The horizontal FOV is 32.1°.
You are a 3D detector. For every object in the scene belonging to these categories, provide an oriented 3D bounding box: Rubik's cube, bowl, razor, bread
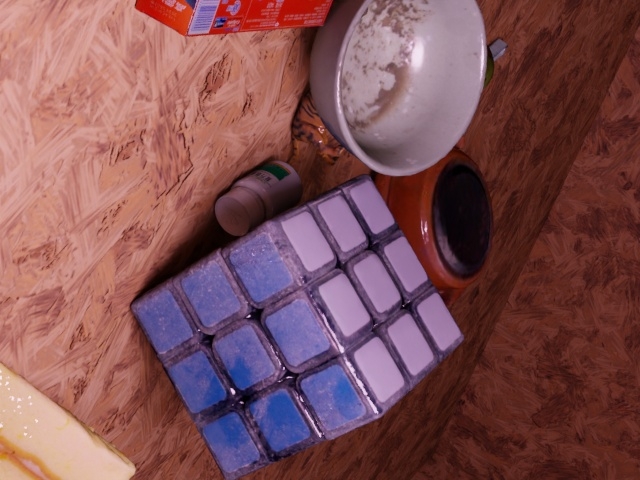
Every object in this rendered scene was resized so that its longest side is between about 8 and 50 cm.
[{"bbox_3d":[-0.028,0.120,1.605,0.305,0.301,0.304,-29,179,32],"label":"Rubik's cube"},{"bbox_3d":[0.085,-0.243,1.551,0.289,0.146,0.289,-16,115,-38],"label":"bowl"},{"bbox_3d":[0.307,-0.337,2.274,0.278,0.056,0.111,-52,168,-40],"label":"razor"},{"bbox_3d":[-0.367,0.273,1.366,0.167,0.163,0.264,-52,159,-14],"label":"bread"}]

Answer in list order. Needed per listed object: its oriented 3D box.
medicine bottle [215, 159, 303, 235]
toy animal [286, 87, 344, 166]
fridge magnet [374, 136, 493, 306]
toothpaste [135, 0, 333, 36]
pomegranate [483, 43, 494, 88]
[{"bbox_3d":[-0.092,-0.062,1.654,0.130,0.080,0.080,-36,151,-47],"label":"medicine bottle"},{"bbox_3d":[-0.008,-0.175,1.703,0.255,0.116,0.114,-56,179,38],"label":"toy animal"},{"bbox_3d":[0.222,-0.041,2.181,0.364,0.155,0.363,7,81,-54],"label":"fridge magnet"},{"bbox_3d":[-0.088,-0.292,1.325,0.320,0.076,0.066,-21,139,-59],"label":"toothpaste"},{"bbox_3d":[0.262,-0.324,2.081,0.130,0.130,0.130,-48,158,-26],"label":"pomegranate"}]
